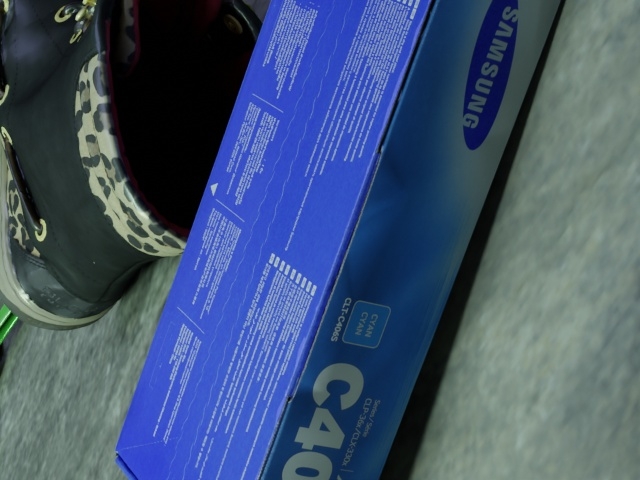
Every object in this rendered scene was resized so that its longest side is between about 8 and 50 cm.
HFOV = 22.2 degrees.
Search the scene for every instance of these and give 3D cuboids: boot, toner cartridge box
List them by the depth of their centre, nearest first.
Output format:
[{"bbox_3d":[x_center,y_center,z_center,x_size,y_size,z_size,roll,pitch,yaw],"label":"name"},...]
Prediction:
[{"bbox_3d":[0.000,0.000,0.875,0.165,0.075,0.348,36,109,56],"label":"toner cartridge box"},{"bbox_3d":[-0.142,-0.139,1.098,0.284,0.138,0.377,-18,70,62],"label":"boot"}]

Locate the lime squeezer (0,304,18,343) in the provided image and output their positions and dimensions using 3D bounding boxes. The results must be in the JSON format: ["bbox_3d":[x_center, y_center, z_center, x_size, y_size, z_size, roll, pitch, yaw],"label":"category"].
[{"bbox_3d":[-0.286,0.163,1.372,0.110,0.059,0.310,9,89,24],"label":"lime squeezer"}]
